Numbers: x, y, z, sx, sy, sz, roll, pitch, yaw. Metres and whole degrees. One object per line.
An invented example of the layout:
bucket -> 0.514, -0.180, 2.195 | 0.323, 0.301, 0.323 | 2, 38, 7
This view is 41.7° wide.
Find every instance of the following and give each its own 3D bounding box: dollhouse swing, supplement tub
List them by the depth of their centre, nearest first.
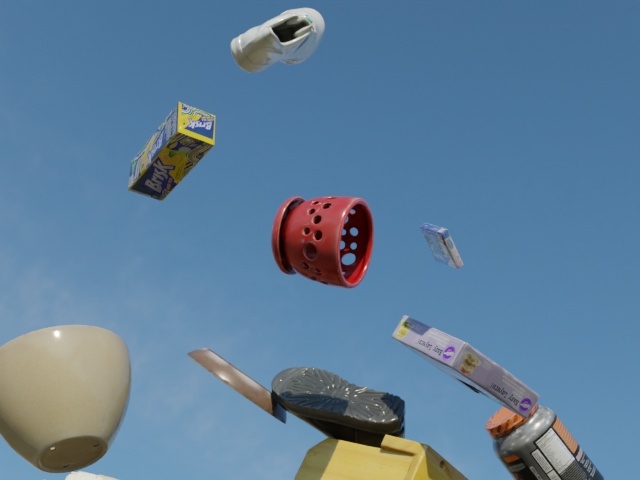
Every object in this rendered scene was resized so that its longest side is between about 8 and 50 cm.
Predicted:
dollhouse swing -> 0.119, 0.641, 1.850 | 0.315, 0.347, 0.305 | 43, -33, -23
supplement tub -> 0.586, 0.574, 2.201 | 0.316, 0.193, 0.193 | 53, -46, 4

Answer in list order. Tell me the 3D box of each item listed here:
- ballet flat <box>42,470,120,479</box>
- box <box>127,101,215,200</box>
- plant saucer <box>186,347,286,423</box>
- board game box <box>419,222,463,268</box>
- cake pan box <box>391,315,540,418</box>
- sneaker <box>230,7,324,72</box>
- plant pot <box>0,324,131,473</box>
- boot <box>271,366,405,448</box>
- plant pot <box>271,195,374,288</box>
ballet flat -> -0.421, 0.425, 1.384 | 0.248, 0.086, 0.086 | -19, -49, 18
box -> -0.213, -0.123, 1.194 | 0.059, 0.054, 0.169 | 18, -35, -29
plant saucer -> -0.204, 0.362, 2.143 | 0.310, 0.050, 0.310 | 34, -9, 6
board game box -> 0.256, 0.011, 1.779 | 0.090, 0.020, 0.090 | 61, -15, -20
cake pan box -> 0.319, 0.276, 1.849 | 0.267, 0.070, 0.246 | 35, -5, -28
sneaker -> -0.037, -0.309, 1.245 | 0.094, 0.212, 0.080 | -27, -80, 40
plant pot -> -0.480, 0.318, 1.570 | 0.284, 0.191, 0.284 | -16, -37, -13
boot -> 0.054, 0.558, 2.073 | 0.367, 0.146, 0.445 | 14, -56, 34
plant pot -> 0.000, 0.000, 1.758 | 0.174, 0.191, 0.191 | 5, -40, 24
